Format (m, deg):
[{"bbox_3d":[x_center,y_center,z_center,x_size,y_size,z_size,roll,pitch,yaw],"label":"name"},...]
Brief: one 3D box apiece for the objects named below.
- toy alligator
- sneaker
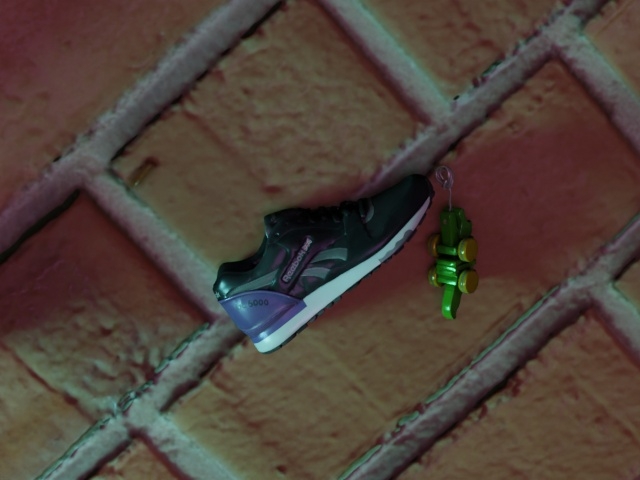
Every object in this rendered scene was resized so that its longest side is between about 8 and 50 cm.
[{"bbox_3d":[0.164,-0.001,1.866,0.051,0.056,0.190,-19,111,-47],"label":"toy alligator"},{"bbox_3d":[0.000,0.000,1.814,0.283,0.107,0.124,-40,101,4],"label":"sneaker"}]
